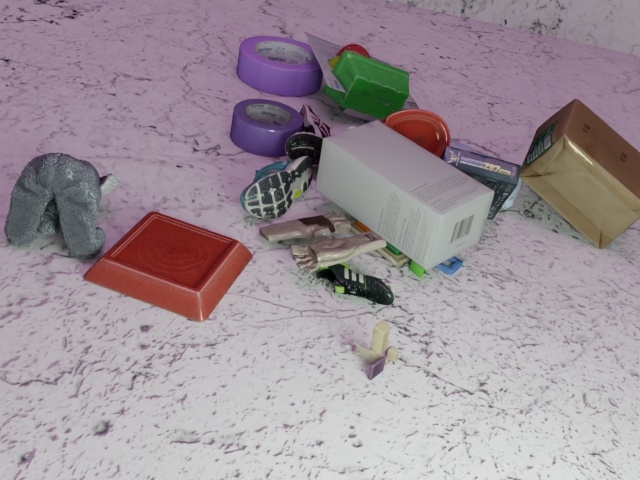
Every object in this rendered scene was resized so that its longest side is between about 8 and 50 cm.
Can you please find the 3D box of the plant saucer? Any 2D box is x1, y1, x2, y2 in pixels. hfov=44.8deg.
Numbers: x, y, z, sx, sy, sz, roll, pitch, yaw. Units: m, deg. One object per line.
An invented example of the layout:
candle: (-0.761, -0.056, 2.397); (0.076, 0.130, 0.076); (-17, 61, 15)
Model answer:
plant saucer: (-0.296, 0.035, 1.555); (0.258, 0.047, 0.259); (19, 34, 9)

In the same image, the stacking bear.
stacking bear: (0.214, -0.267, 2.040); (0.164, 0.175, 0.289); (-20, 14, -9)

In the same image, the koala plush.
koala plush: (-0.508, -0.102, 1.576); (0.196, 0.203, 0.221); (12, 21, -3)

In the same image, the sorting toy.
sorting toy: (0.176, -0.028, 1.813); (0.196, 0.047, 0.348); (-18, 44, -39)

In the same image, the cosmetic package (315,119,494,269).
cosmetic package: (0.183, -0.116, 1.766); (0.197, 0.155, 0.365); (-23, 47, -36)

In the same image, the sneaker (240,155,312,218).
sneaker: (-0.116, -0.126, 1.837); (0.110, 0.107, 0.275); (6, 23, 25)

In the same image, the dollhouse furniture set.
dollhouse furniture set: (0.095, 0.175, 1.424); (0.081, 0.114, 0.091); (29, 38, 30)

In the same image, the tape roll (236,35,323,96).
tape roll: (-0.125, -0.554, 2.456); (0.275, 0.090, 0.275); (9, 33, -6)

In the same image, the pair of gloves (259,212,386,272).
pair of gloves: (0.000, 0.000, 1.681); (0.204, 0.042, 0.240); (-14, 26, -28)

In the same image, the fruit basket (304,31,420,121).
fruit basket: (0.120, -0.503, 2.379); (0.327, 0.165, 0.353); (13, 29, -26)

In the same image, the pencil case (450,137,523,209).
pencil case: (0.406, -0.183, 2.067); (0.273, 0.113, 0.124); (27, 44, 20)

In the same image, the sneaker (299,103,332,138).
sneaker: (-0.014, -0.311, 2.166); (0.077, 0.072, 0.178); (10, 39, -27)

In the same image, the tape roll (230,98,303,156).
tape roll: (-0.145, -0.304, 2.083); (0.189, 0.080, 0.189); (9, 32, -6)

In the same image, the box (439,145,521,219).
box: (0.365, -0.136, 1.890); (0.183, 0.232, 0.059); (14, 70, 3)

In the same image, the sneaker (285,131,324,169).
sneaker: (0.040, -0.215, 2.004); (0.271, 0.100, 0.108); (17, 3, -8)

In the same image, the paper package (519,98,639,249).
paper package: (0.704, -0.185, 2.042); (0.309, 0.168, 0.325); (40, 36, -2)

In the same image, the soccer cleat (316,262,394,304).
soccer cleat: (0.070, 0.094, 1.593); (0.179, 0.060, 0.072); (27, 45, 32)
